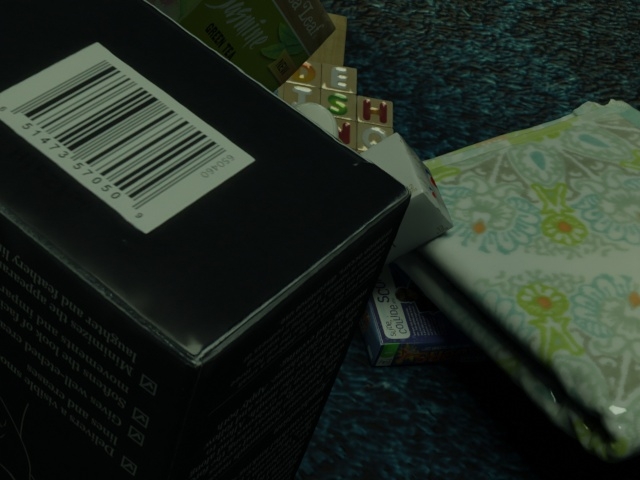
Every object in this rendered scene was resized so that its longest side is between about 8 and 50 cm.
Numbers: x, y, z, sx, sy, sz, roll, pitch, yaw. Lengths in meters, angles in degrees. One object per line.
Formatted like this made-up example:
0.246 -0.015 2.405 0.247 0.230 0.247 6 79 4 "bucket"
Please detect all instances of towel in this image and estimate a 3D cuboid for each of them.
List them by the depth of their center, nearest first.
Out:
0.259 0.021 1.242 0.321 0.090 0.374 -20 45 -27 "towel"

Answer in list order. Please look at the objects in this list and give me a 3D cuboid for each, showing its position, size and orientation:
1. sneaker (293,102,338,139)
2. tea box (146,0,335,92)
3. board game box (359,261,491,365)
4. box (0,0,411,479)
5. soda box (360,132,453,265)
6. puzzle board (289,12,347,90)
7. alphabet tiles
-0.047 -0.067 1.293 0.090 0.115 0.232 32 52 9 "sneaker"
-0.205 -0.194 1.141 0.323 0.329 0.220 -46 67 0 "tea box"
0.091 0.027 1.314 0.136 0.035 0.201 0 48 -18 "board game box"
-0.157 0.063 0.951 0.293 0.395 0.212 37 47 16 "box"
0.000 0.000 1.202 0.216 0.069 0.073 -30 52 14 "soda box"
-0.021 -0.213 1.519 0.096 0.011 0.128 11 46 -6 "puzzle board"
-0.040 -0.119 1.418 0.237 0.009 0.198 9 50 -9 "alphabet tiles"
